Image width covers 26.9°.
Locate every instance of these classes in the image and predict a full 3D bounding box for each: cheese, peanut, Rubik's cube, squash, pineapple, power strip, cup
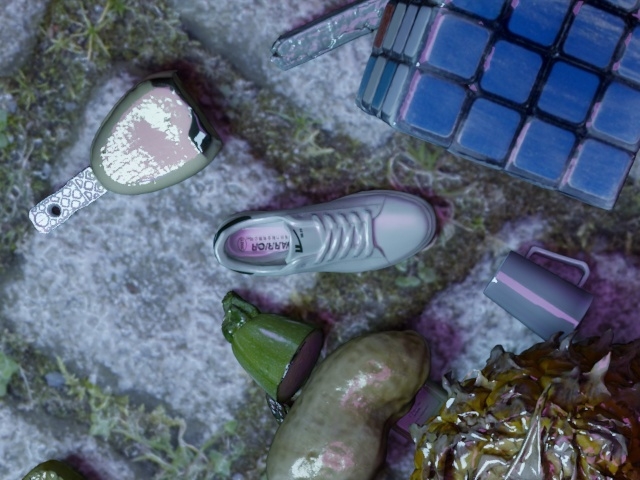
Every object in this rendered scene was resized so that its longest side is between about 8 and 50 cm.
[{"bbox_3d":[-0.244,-0.090,1.594,0.251,0.054,0.127,-34,93,11],"label":"cheese"},{"bbox_3d":[0.035,0.208,1.556,0.137,0.122,0.253,27,85,40],"label":"peanut"},{"bbox_3d":[0.205,-0.207,1.394,0.258,0.253,0.256,19,100,-10],"label":"Rubik's cube"},{"bbox_3d":[-0.075,0.118,1.589,0.132,0.105,0.105,29,100,15],"label":"squash"},{"bbox_3d":[0.260,0.256,1.387,0.352,0.300,0.353,1,92,26],"label":"pineapple"},{"bbox_3d":[0.157,0.230,1.599,0.169,0.028,0.076,35,101,2],"label":"power strip"},{"bbox_3d":[0.260,0.056,1.548,0.116,0.074,0.104,34,77,6],"label":"cup"}]

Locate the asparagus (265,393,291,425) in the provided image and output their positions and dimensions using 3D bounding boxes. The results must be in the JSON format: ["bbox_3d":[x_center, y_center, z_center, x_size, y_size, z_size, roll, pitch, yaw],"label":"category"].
[{"bbox_3d":[-0.010,0.289,1.628,0.034,0.027,0.236,-22,95,-1],"label":"asparagus"}]

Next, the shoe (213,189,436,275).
[{"bbox_3d":[0.000,0.000,1.548,0.264,0.110,0.095,-7,96,11],"label":"shoe"}]

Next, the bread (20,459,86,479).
[{"bbox_3d":[-0.304,0.341,1.626,0.086,0.125,0.156,-44,80,3],"label":"bread"}]

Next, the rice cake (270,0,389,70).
[{"bbox_3d":[0.055,-0.258,1.536,0.245,0.045,0.042,-23,105,8],"label":"rice cake"}]
